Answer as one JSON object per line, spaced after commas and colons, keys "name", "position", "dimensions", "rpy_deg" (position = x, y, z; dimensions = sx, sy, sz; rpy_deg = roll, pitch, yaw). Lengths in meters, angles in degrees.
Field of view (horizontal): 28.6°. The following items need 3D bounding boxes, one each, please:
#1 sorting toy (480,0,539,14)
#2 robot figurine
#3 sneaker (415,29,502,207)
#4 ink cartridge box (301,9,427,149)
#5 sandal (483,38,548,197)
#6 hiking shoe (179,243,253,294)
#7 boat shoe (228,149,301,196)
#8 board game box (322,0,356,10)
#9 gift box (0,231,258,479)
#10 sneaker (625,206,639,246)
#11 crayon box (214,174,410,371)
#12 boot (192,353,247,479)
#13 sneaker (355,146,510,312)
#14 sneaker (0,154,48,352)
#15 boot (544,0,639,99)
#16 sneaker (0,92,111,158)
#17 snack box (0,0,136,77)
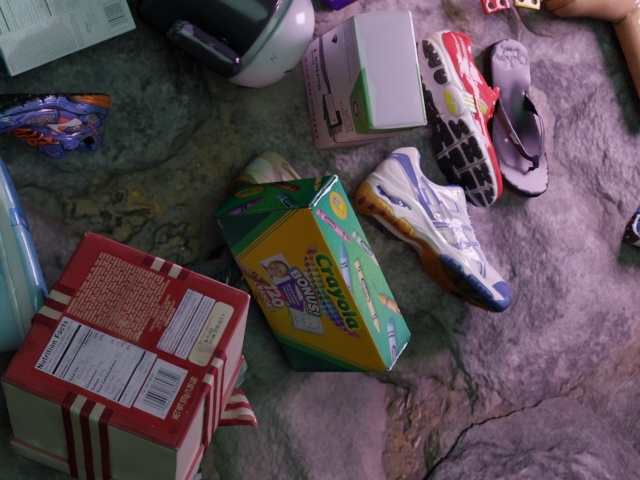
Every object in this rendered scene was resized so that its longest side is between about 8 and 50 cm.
{"name": "sorting toy", "position": [0.263, -0.482, 1.982], "dimensions": [0.132, 0.046, 0.274], "rpy_deg": [-21, 94, -24]}
{"name": "robot figurine", "position": [-0.142, -0.328, 1.725], "dimensions": [0.278, 0.173, 0.209], "rpy_deg": [34, 79, -18]}
{"name": "sneaker", "position": [0.234, -0.190, 1.919], "dimensions": [0.118, 0.107, 0.279], "rpy_deg": [-23, 98, -33]}
{"name": "ink cartridge box", "position": [0.056, -0.221, 1.777], "dimensions": [0.093, 0.219, 0.160], "rpy_deg": [-8, 88, -21]}
{"name": "sandal", "position": [0.308, -0.191, 1.974], "dimensions": [0.097, 0.054, 0.254], "rpy_deg": [-12, 91, -24]}
{"name": "hiking shoe", "position": [-0.157, 0.081, 1.728], "dimensions": [0.227, 0.086, 0.114], "rpy_deg": [-27, 93, -24]}
{"name": "boat shoe", "position": [0.000, 0.000, 1.797], "dimensions": [0.302, 0.109, 0.098], "rpy_deg": [47, 50, -10]}
{"name": "board game box", "position": [0.030, -0.592, 1.717], "dimensions": [0.356, 0.356, 0.356], "rpy_deg": [31, 74, -19]}
{"name": "gift box", "position": [-0.218, 0.187, 1.526], "dimensions": [0.276, 0.258, 0.255], "rpy_deg": [26, 60, 6]}
{"name": "sneaker", "position": [0.581, -0.058, 2.086], "dimensions": [0.083, 0.071, 0.190], "rpy_deg": [36, 81, -24]}
{"name": "crayon box", "position": [-0.008, 0.050, 1.707], "dimensions": [0.081, 0.165, 0.278], "rpy_deg": [-52, 126, -42]}
{"name": "boot", "position": [-0.190, 0.267, 1.707], "dimensions": [0.258, 0.095, 0.123], "rpy_deg": [-33, 105, -14]}
{"name": "sneaker", "position": [0.195, -0.018, 1.880], "dimensions": [0.296, 0.112, 0.131], "rpy_deg": [43, 70, -16]}
{"name": "sneaker", "position": [-0.472, 0.008, 1.579], "dimensions": [0.208, 0.127, 0.319], "rpy_deg": [-18, 75, -7]}
{"name": "boot", "position": [0.509, -0.314, 2.058], "dimensions": [0.236, 0.089, 0.269], "rpy_deg": [-25, 97, -23]}
{"name": "sneaker", "position": [-0.351, -0.147, 1.626], "dimensions": [0.221, 0.083, 0.087], "rpy_deg": [-10, 102, -54]}
{"name": "snack box", "position": [-0.384, -0.393, 1.623], "dimensions": [0.187, 0.060, 0.322], "rpy_deg": [-26, 108, -24]}
